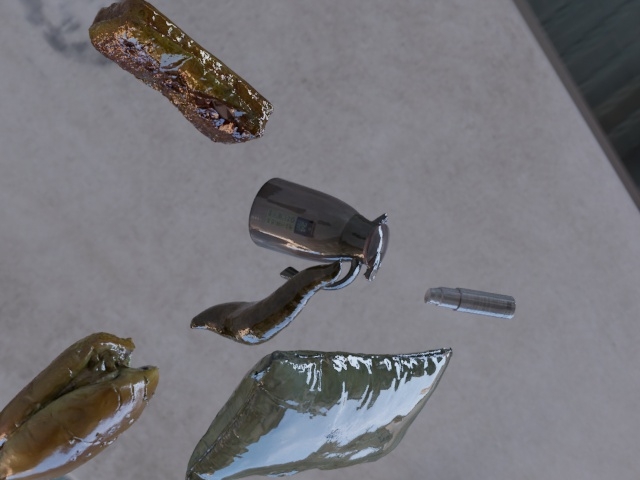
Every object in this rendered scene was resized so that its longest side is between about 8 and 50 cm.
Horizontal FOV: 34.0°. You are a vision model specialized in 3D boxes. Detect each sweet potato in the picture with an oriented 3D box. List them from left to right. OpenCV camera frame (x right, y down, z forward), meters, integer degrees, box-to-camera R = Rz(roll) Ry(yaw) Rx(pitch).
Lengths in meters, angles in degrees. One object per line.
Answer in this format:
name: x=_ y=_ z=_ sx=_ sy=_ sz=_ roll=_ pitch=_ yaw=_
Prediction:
sweet potato: x=-0.061 y=0.087 z=1.283 sx=0.250 sy=0.059 sz=0.069 roll=-24 pitch=-112 yaw=38

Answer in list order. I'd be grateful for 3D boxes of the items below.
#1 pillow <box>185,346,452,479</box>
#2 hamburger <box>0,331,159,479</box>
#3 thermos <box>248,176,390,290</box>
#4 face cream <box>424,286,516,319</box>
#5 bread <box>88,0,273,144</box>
pillow: x=0.004 y=0.181 z=1.095 sx=0.075 sy=0.303 sz=0.185 roll=51 pitch=-61 yaw=33
hamburger: x=-0.374 y=0.255 z=1.527 sx=0.283 sy=0.144 sz=0.156 roll=-41 pitch=171 yaw=-3
thermos: x=0.000 y=0.000 z=1.474 sx=0.193 sy=0.105 sz=0.137 roll=18 pitch=-102 yaw=26
face cream: x=0.203 y=0.083 z=1.430 sx=0.034 sy=0.130 sz=0.034 roll=-171 pitch=-90 yaw=-69
bread: x=-0.189 y=-0.231 z=1.456 sx=0.139 sy=0.271 sz=0.077 roll=2 pitch=-120 yaw=50
